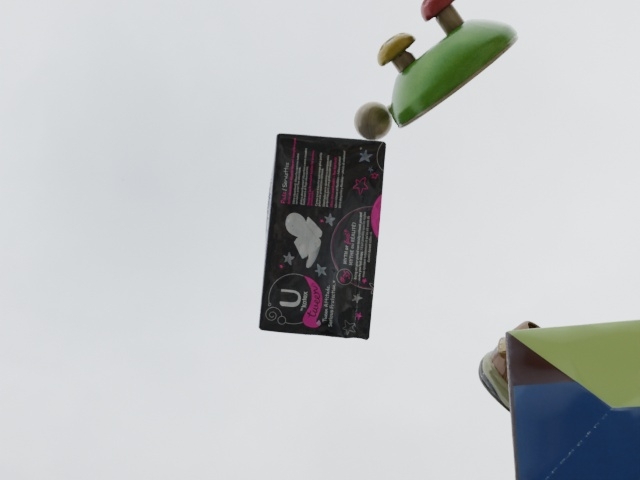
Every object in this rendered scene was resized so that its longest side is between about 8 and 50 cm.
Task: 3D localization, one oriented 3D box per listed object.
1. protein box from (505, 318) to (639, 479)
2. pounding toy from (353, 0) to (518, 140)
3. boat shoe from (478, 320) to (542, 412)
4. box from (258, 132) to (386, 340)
[{"bbox_3d":[0.254,0.164,0.585,0.200,0.201,0.136,-7,-127,18],"label":"protein box"},{"bbox_3d":[0.128,-0.232,1.001,0.183,0.237,0.110,-41,-82,-24],"label":"pounding toy"},{"bbox_3d":[0.360,0.237,1.067,0.324,0.122,0.120,42,-63,26],"label":"boat shoe"},{"bbox_3d":[0.000,0.000,1.034,0.142,0.163,0.247,6,-96,0],"label":"box"}]
